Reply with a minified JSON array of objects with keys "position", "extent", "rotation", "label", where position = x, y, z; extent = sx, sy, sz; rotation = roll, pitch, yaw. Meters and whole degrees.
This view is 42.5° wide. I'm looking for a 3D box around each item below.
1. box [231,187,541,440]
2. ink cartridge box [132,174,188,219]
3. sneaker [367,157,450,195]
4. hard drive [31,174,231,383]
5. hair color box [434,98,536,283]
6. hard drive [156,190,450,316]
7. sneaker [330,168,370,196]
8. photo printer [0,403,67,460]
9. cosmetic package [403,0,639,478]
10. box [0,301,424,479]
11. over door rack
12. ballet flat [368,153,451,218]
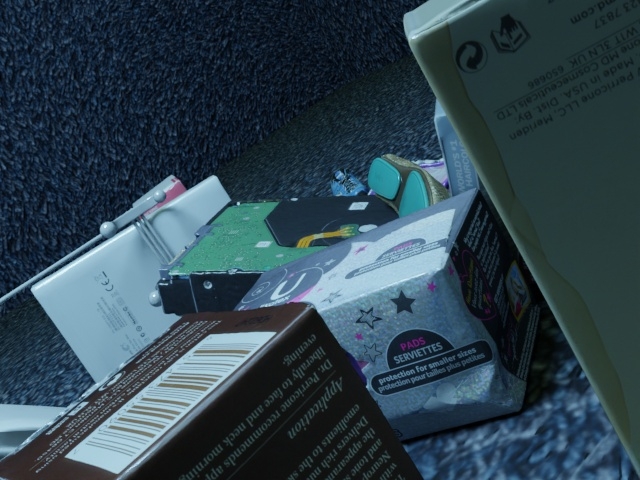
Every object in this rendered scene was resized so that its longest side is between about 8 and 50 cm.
[{"position":[0.045,0.081,0.726],"extent":[0.247,0.142,0.163],"rotation":[-23,15,29],"label":"box"},{"position":[-0.209,0.008,1.353],"extent":[0.092,0.218,0.158],"rotation":[-38,14,-7],"label":"ink cartridge box"},{"position":[0.156,-0.058,1.110],"extent":[0.236,0.095,0.104],"rotation":[-22,24,27],"label":"sneaker"},{"position":[-0.235,0.069,1.220],"extent":[0.308,0.203,0.040],"rotation":[-33,14,-10],"label":"hard drive"},{"position":[0.200,-0.127,0.883],"extent":[0.114,0.185,0.374],"rotation":[-8,28,16],"label":"hair color box"},{"position":[0.009,0.014,0.964],"extent":[0.339,0.064,0.237],"rotation":[-1,23,17],"label":"hard drive"},{"position":[0.046,-0.091,1.479],"extent":[0.063,0.073,0.162],"rotation":[-32,14,-8],"label":"sneaker"},{"position":[-0.208,0.196,0.685],"extent":[0.256,0.107,0.308],"rotation":[11,-13,-33],"label":"photo printer"},{"position":[0.162,0.001,0.413],"extent":[0.113,0.309,0.160],"rotation":[-27,13,13],"label":"cosmetic package"},{"position":[-0.052,0.168,0.490],"extent":[0.168,0.203,0.167],"rotation":[-39,16,-33],"label":"box"},{"position":[-0.265,0.107,1.088],"extent":[0.324,0.239,0.108],"rotation":[-38,10,-30],"label":"over door rack"},{"position":[0.113,-0.050,0.915],"extent":[0.067,0.073,0.206],"rotation":[10,21,-17],"label":"ballet flat"}]
